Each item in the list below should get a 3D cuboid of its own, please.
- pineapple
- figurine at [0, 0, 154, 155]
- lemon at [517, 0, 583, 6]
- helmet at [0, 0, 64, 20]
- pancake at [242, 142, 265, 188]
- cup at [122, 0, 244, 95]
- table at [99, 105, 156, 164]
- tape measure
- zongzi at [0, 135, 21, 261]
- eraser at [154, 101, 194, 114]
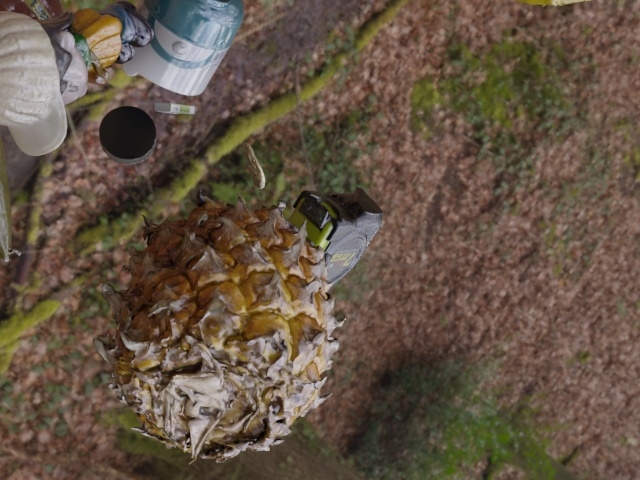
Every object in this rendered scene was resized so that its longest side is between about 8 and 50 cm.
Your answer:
[{"bbox_3d":[-0.143,0.126,1.055,0.300,0.352,0.352,-80,-164,-58],"label":"pineapple"},{"bbox_3d":[-0.431,-0.302,1.209,0.185,0.204,0.332,-27,-152,41],"label":"figurine"},{"bbox_3d":[0.393,-0.568,1.161,0.364,0.364,0.364,-53,170,-14],"label":"lemon"},{"bbox_3d":[-0.756,-0.560,1.787,0.337,0.385,0.230,0,-129,46],"label":"helmet"},{"bbox_3d":[-0.181,-0.204,2.033,0.022,0.140,0.139,-21,162,-10],"label":"pancake"},{"bbox_3d":[-0.301,-0.495,1.681,0.258,0.219,0.290,-50,-153,33],"label":"cup"},{"bbox_3d":[-0.458,-0.251,1.793,0.133,0.133,0.043,-53,-174,-15],"label":"table"},{"bbox_3d":[0.000,0.000,1.296,0.199,0.112,0.186,-5,131,-54],"label":"tape measure"},{"bbox_3d":[-0.842,-0.221,1.810,0.181,0.418,0.447,-22,148,-29],"label":"zongzi"},{"bbox_3d":[-0.278,-0.253,1.443,0.083,0.038,0.019,-16,108,-66],"label":"eraser"}]
